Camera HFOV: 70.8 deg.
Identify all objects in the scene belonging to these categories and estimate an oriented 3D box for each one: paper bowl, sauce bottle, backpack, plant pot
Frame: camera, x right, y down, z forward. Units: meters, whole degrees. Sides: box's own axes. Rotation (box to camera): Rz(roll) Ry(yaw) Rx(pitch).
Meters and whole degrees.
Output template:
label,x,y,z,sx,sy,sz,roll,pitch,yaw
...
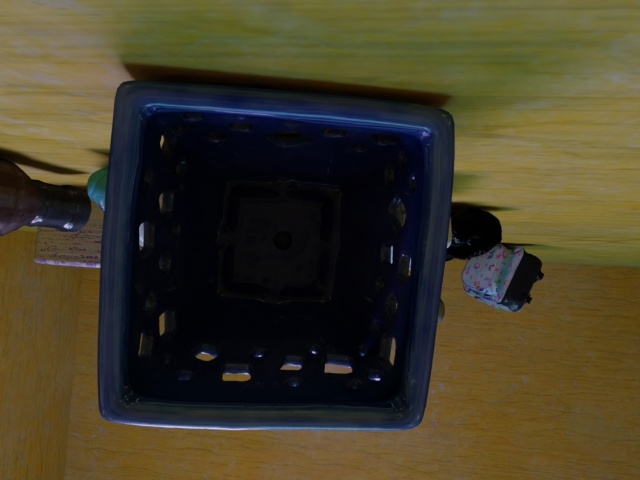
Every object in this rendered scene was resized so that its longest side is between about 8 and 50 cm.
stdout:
label,x,y,z,sx,sy,sz,roll,pitch,yaw
paper bowl,-0.420,-0.015,0.929,0.284,0.148,0.284,4,177,0
sauce bottle,-0.443,-0.060,0.537,0.111,0.112,0.344,2,176,21
backpack,0.622,0.121,1.606,0.191,0.225,0.253,26,177,-10
plant pot,-0.037,0.010,0.403,0.235,0.236,0.212,4,-177,-5

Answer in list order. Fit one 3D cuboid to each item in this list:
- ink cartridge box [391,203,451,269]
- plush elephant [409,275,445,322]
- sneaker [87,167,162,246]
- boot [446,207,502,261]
label,x,y,z,sx,sy,sz,roll,pitch,yaw
ink cartridge box,0.058,-0.020,0.632,0.212,0.093,0.154,4,163,0
plush elephant,0.052,0.140,1.018,0.271,0.255,0.330,15,-157,-50
sneaker,-0.262,-0.062,0.659,0.110,0.107,0.275,33,172,-13
boot,0.265,-0.004,0.873,0.246,0.094,0.207,6,176,-34
